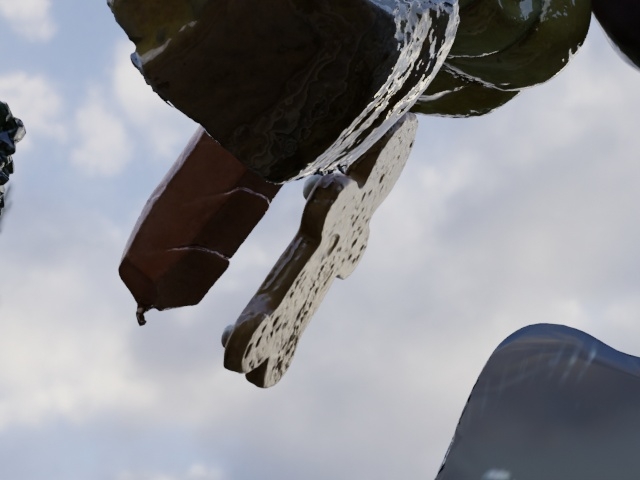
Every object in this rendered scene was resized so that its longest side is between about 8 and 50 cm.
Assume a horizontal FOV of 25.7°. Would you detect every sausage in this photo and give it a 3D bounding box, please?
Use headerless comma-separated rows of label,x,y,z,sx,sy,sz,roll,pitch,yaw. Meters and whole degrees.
sausage,-0.061,-0.026,0.818,0.065,0.065,0.169,31,-79,-23

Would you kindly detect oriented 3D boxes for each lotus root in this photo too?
lotus root,-0.012,-0.090,0.535,0.112,0.122,0.081,50,-58,12

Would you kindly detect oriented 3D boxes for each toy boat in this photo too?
toy boat,0.089,0.189,0.621,0.134,0.299,0.092,22,-26,10

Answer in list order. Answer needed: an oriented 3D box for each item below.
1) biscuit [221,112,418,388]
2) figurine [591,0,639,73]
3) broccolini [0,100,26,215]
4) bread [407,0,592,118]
biscuit,0.000,0.000,1.483,0.047,0.339,0.216,29,-9,15
figurine,0.370,-0.256,1.342,0.218,0.365,0.206,29,-69,8
broccolini,-0.198,0.051,0.605,0.079,0.074,0.392,22,-33,-9
bread,0.072,-0.246,1.233,0.300,0.210,0.341,-3,-22,45
